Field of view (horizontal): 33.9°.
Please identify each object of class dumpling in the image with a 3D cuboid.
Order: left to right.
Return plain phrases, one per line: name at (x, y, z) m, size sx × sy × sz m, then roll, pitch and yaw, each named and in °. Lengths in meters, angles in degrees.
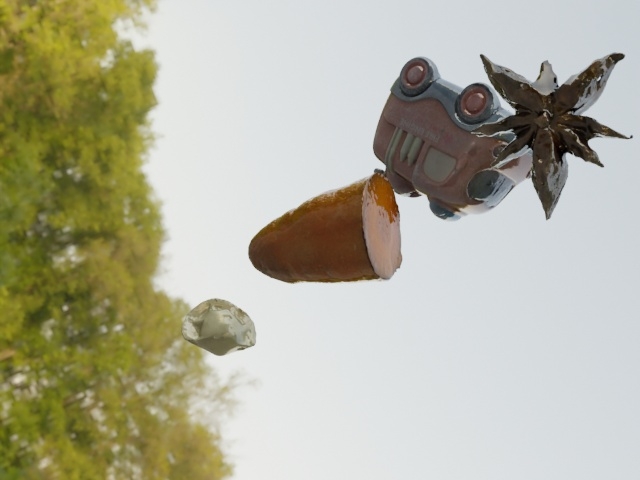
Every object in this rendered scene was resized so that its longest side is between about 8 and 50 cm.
dumpling at (-0.115, 0.099, 1.198) m, size 0.052 × 0.076 × 0.057 m, roll 73°, pitch 10°, yaw -46°

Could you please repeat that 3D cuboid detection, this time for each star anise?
star anise at (0.177, -0.080, 0.811) m, size 0.056 × 0.124 × 0.129 m, roll -4°, pitch 96°, yaw -72°

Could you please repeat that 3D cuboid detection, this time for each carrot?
carrot at (0.000, 0.000, 1.570) m, size 0.225 × 0.159 × 0.159 m, roll -12°, pitch -75°, yaw 25°

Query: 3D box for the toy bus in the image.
toy bus at (0.223, -0.158, 1.800) m, size 0.294 × 0.197 × 0.231 m, roll 34°, pitch -82°, yaw 38°
